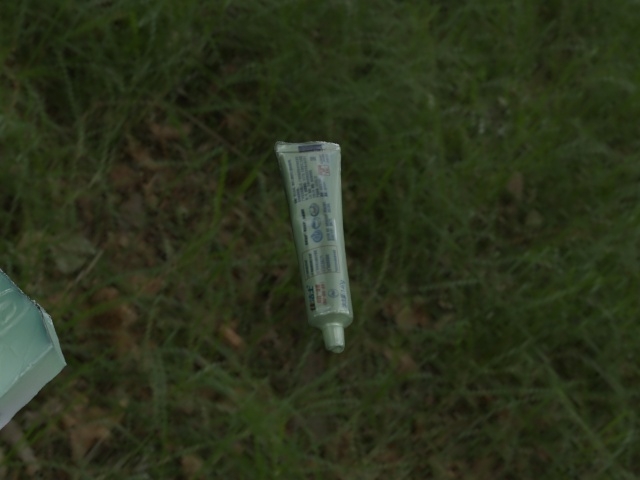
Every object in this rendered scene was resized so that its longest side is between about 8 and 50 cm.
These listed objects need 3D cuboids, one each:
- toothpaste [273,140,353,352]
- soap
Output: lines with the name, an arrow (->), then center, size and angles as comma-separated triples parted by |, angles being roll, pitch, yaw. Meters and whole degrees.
toothpaste -> -0.001, 0.000, 1.387 | 0.047, 0.069, 0.268 | 47, 29, -55
soap -> -0.401, 0.085, 1.439 | 0.230, 0.091, 0.145 | 39, 69, 14
